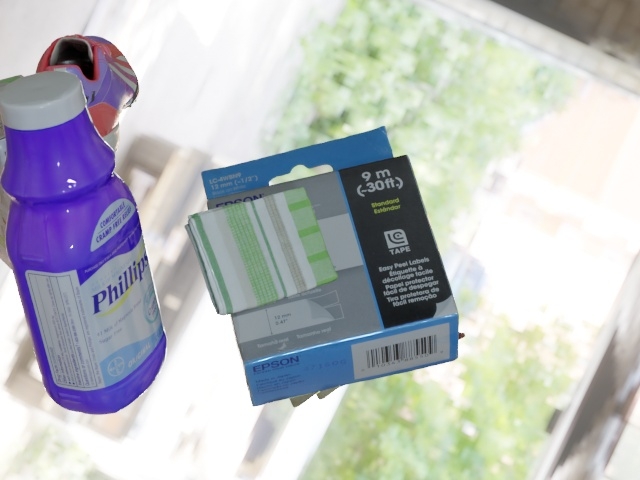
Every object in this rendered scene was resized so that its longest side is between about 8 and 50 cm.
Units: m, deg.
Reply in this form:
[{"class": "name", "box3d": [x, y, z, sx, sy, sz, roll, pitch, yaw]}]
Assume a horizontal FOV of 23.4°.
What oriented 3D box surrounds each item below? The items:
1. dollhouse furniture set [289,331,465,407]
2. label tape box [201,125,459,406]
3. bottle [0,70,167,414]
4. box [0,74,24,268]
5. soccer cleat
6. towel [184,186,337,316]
[{"class": "dollhouse furniture set", "box3d": [0.057, 0.110, 2.366, 0.152, 0.201, 0.374, -29, 170, 24]}, {"class": "label tape box", "box3d": [0.000, 0.000, 1.822, 0.115, 0.249, 0.348, 82, -6, -58]}, {"class": "bottle", "box3d": [-0.199, 0.003, 1.261, 0.118, 0.092, 0.283, -50, 140, -50]}, {"class": "box", "box3d": [-0.386, -0.076, 2.051, 0.126, 0.262, 0.231, -21, 114, -21]}, {"class": "soccer cleat", "box3d": [-0.264, -0.187, 1.724, 0.318, 0.108, 0.116, -95, -178, -64]}, {"class": "towel", "box3d": [-0.063, 0.011, 1.640, 0.152, 0.113, 0.023, -16, 174, -33]}]
